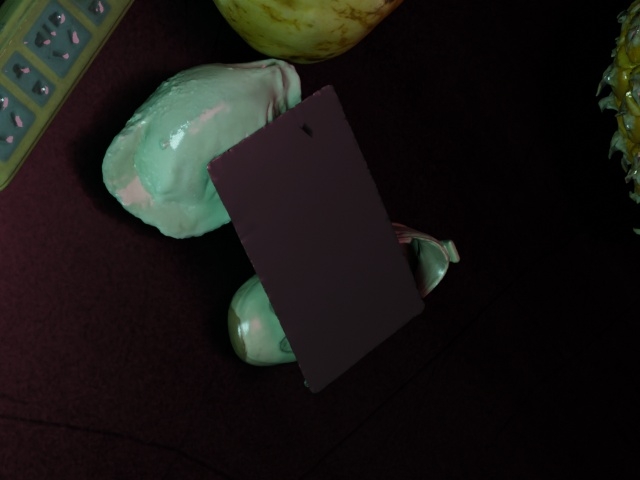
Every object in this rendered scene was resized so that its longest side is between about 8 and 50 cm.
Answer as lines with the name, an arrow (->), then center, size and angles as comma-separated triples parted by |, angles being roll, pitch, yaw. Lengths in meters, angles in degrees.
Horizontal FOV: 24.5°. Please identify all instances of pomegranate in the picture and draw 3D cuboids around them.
pomegranate -> -0.012, -0.284, 1.412 | 0.215, 0.215, 0.215 | -1, 92, -38

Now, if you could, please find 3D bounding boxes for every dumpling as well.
dumpling -> -0.113, -0.099, 1.409 | 0.219, 0.108, 0.152 | -25, 144, -21

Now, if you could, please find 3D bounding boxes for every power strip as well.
power strip -> -0.224, -0.216, 1.330 | 0.092, 0.066, 0.387 | 43, 65, -33

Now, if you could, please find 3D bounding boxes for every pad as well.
pad -> 0.000, 0.000, 1.428 | 0.159, 0.009, 0.265 | -35, 116, -25

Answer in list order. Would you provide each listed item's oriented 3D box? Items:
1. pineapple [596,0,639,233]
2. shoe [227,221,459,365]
pineapple -> 0.505, -0.166, 1.740 | 0.352, 0.352, 0.300 | -12, 91, -37
shoe -> 0.025, 0.052, 1.512 | 0.275, 0.098, 0.103 | -28, 105, -34
